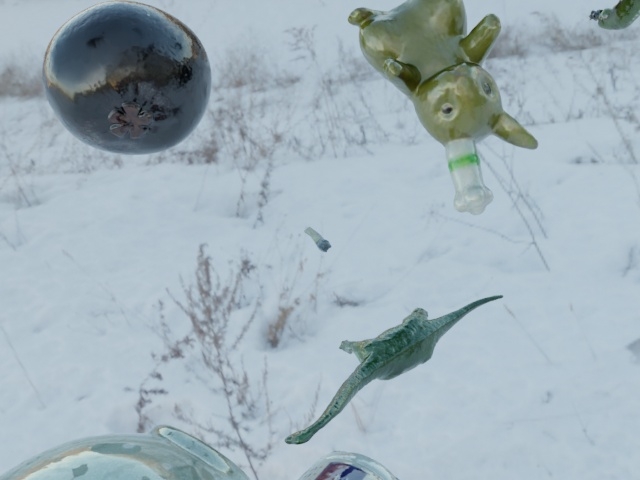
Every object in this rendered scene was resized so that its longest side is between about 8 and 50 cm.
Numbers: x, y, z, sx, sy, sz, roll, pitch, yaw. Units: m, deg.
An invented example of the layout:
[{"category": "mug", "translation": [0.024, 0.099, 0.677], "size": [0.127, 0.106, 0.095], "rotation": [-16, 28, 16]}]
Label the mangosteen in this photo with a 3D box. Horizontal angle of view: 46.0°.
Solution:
[{"category": "mangosteen", "translation": [-0.328, -0.295, 1.288], "size": [0.275, 0.275, 0.302], "rotation": [-16, 46, 0]}]

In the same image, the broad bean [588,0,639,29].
[{"category": "broad bean", "translation": [0.455, -0.362, 1.065], "size": [0.046, 0.195, 0.061], "rotation": [-19, 72, -30]}]

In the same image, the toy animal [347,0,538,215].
[{"category": "toy animal", "translation": [0.193, -0.232, 1.111], "size": [0.181, 0.180, 0.363], "rotation": [-28, 59, 0]}]

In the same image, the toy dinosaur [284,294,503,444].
[{"category": "toy dinosaur", "translation": [0.131, 0.179, 1.202], "size": [0.447, 0.087, 0.301], "rotation": [-28, 0, -7]}]

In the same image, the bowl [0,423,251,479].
[{"category": "bowl", "translation": [-0.142, 0.256, 0.672], "size": [0.313, 0.313, 0.146], "rotation": [12, 52, 33]}]

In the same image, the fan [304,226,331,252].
[{"category": "fan", "translation": [0.000, 0.000, 1.076], "size": [0.016, 0.038, 0.193], "rotation": [-54, 7, 2]}]

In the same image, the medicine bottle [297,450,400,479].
[{"category": "medicine bottle", "translation": [-0.018, 0.452, 1.031], "size": [0.189, 0.190, 0.332], "rotation": [7, 19, 28]}]
